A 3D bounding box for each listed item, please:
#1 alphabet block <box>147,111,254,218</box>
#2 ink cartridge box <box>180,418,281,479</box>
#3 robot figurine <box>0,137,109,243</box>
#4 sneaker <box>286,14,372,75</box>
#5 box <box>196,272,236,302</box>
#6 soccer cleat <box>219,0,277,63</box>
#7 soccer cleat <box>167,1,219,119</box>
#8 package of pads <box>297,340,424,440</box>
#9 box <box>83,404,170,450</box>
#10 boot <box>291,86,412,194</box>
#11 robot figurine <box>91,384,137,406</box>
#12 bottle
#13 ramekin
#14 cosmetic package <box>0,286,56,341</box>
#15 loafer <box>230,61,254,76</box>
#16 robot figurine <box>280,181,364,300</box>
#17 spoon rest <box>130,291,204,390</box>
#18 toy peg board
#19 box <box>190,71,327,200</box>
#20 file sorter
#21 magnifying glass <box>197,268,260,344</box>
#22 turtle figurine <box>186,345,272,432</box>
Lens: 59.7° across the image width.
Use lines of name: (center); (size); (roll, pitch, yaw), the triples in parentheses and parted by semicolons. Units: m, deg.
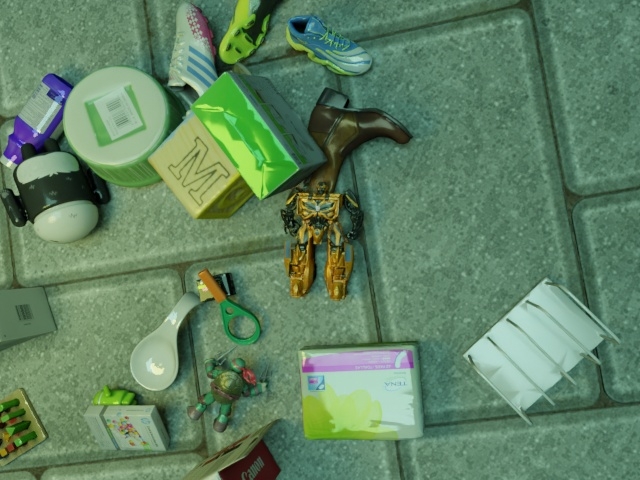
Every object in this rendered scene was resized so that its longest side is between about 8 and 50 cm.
alphabet block: (-0.267, -0.186, 1.398); (0.193, 0.192, 0.197); (-42, 80, 15)
ink cartridge box: (-0.211, 0.571, 1.303); (0.272, 0.309, 0.130); (-33, 83, 7)
robot figurine: (-0.706, -0.127, 1.490); (0.209, 0.173, 0.278); (-26, 84, 11)
sneaker: (0.014, -0.493, 1.403); (0.240, 0.126, 0.091); (23, 92, 10)
box: (-0.274, 0.123, 1.464); (0.083, 0.052, 0.062); (-15, 85, 7)
soccer cleat: (-0.189, -0.602, 1.476); (0.121, 0.093, 0.289); (36, 99, 40)
soccer cleat: (-0.339, -0.463, 1.446); (0.143, 0.116, 0.331); (-16, 85, -28)
package of pads: (0.100, 0.371, 1.365); (0.297, 0.101, 0.229); (-5, 86, 10)
box: (-0.503, 0.490, 1.457); (0.186, 0.038, 0.145); (-3, 123, 8)
boot: (0.062, -0.208, 1.402); (0.264, 0.096, 0.280); (25, 96, 3)
robot figurine: (-0.554, 0.432, 1.490); (0.115, 0.067, 0.101); (0, 117, 9)
bottle: (-0.779, -0.320, 1.547); (0.118, 0.092, 0.282); (37, 94, 12)
ramekin: (-0.506, -0.301, 1.448); (0.304, 0.148, 0.303); (0, 82, 1)
cosmetic package: (-0.880, 0.224, 1.475); (0.225, 0.224, 0.138); (-22, 85, 8)
loafer: (-0.177, -0.345, 1.445); (0.088, 0.094, 0.251); (-28, 83, 3)
robot figurine: (0.000, 0.000, 1.389); (0.211, 0.085, 0.290); (2, 99, 10)
spoon rest: (-0.404, 0.266, 1.464); (0.137, 0.084, 0.276); (29, 92, 10)
toy peg board: (-0.871, 0.522, 1.535); (0.161, 0.079, 0.161); (-33, 82, 7)
box: (-0.130, -0.247, 1.292); (0.127, 0.231, 0.262); (-37, 91, 20)
file sorter: (0.499, 0.249, 1.267); (0.278, 0.173, 0.193); (-45, 82, 5)
magnifying glass: (-0.237, 0.171, 1.430); (0.092, 0.026, 0.230); (-30, 107, 12)
turtle figurine: (-0.237, 0.367, 1.421); (0.175, 0.118, 0.234); (33, 99, 9)
